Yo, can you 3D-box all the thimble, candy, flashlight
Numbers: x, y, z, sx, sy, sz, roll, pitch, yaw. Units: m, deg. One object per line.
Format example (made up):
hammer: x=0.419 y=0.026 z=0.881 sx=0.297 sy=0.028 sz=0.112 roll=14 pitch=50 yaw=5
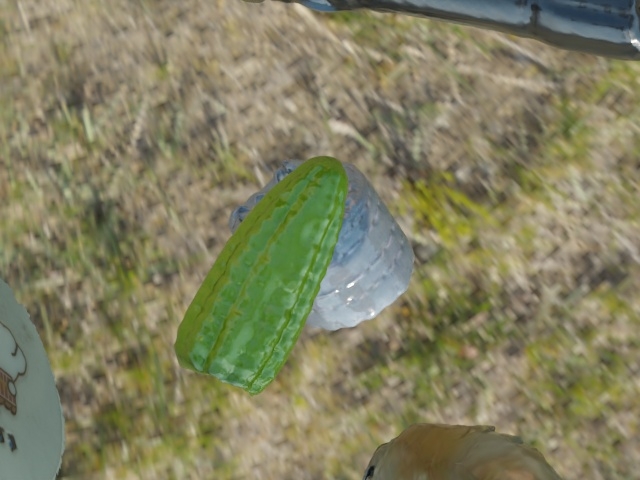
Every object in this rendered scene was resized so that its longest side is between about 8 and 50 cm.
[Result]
thimble: x=0.003 y=-0.001 z=1.757 sx=0.127 sy=0.151 sz=0.118 roll=-44 pitch=121 yaw=-17
candy: x=-0.039 y=0.024 z=1.568 sx=0.096 sy=0.097 sz=0.210 roll=28 pitch=94 yaw=-20
flashlight: x=0.046 y=-0.204 z=1.450 sx=0.423 sy=0.103 sz=0.103 roll=13 pitch=109 yaw=14

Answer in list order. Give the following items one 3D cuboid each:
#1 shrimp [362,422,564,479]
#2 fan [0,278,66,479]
shrimp: x=0.080 y=0.273 z=0.970 sx=0.110 sy=0.221 sz=0.446 roll=-21 pitch=131 yaw=-26
fan: x=-0.221 y=0.023 z=1.245 sx=0.009 sy=0.190 sz=0.329 roll=-23 pitch=126 yaw=-37
